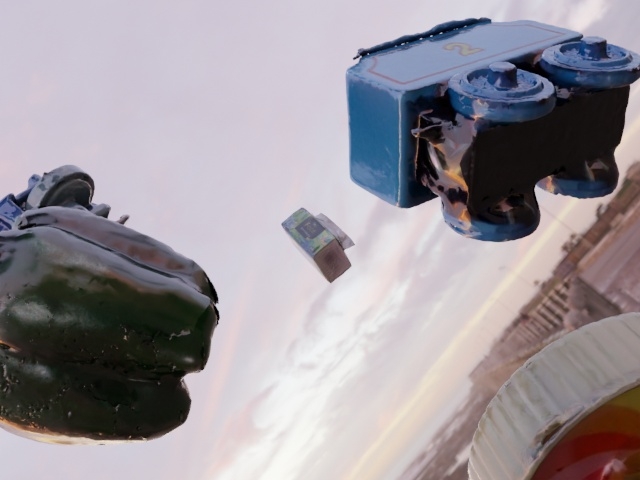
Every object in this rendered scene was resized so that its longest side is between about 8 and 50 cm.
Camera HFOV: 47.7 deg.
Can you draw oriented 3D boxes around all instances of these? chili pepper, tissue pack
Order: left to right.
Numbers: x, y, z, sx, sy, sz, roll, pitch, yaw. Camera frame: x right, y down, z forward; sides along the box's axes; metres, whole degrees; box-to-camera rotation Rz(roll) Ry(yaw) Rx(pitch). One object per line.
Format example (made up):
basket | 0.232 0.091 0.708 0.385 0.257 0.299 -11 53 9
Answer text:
chili pepper | -0.250 0.095 0.806 0.249 0.256 0.233 -88 17 -50
tissue pack | 0.001 0.000 1.251 0.079 0.111 0.085 -39 -43 -6

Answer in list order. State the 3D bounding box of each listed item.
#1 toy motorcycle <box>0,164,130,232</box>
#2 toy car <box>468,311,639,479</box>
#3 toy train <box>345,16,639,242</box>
toy motorcycle | -0.415 0.049 1.038 0.319 0.182 0.241 -48 -44 -25
toy car | 0.181 0.119 0.359 0.235 0.235 0.145 -53 27 13
toy train | 0.187 -0.141 0.825 0.300 0.265 0.188 -22 -53 -28
